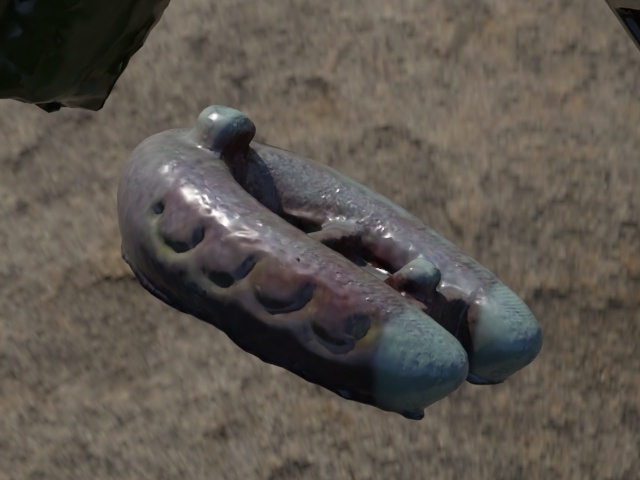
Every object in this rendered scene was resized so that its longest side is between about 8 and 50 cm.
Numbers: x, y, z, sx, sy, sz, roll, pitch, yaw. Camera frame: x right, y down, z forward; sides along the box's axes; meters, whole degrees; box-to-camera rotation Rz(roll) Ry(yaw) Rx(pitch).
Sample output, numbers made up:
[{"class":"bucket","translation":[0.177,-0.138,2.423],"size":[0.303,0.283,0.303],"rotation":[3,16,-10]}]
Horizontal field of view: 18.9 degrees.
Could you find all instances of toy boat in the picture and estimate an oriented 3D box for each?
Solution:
[{"class":"toy boat","translation":[0.000,0.000,0.954],"size":[0.227,0.155,0.085],"rotation":[28,113,26]}]

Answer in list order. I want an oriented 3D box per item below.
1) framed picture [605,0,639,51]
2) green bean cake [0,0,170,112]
[{"class":"framed picture","translation":[0.270,-0.063,1.123],"size":[0.016,0.289,0.213],"rotation":[-37,100,-3]},{"class":"green bean cake","translation":[-0.190,-0.226,0.657],"size":[0.218,0.335,0.319],"rotation":[-52,41,22]}]
